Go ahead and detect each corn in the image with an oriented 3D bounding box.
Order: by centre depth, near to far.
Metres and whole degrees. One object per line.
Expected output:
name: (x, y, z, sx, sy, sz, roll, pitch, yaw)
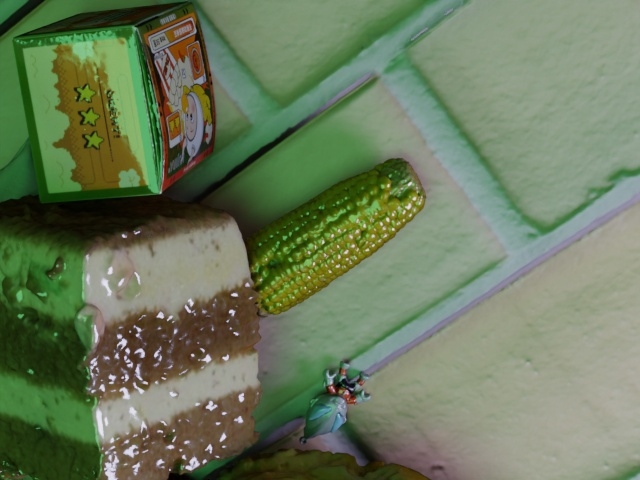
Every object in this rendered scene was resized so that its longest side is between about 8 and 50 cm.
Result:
corn: (0.000, 0.000, 1.660, 0.262, 0.097, 0.097, -34, 96, 18)

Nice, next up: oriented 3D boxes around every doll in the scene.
doll: (0.012, 0.194, 1.744, 0.057, 0.039, 0.114, 24, 106, -40)

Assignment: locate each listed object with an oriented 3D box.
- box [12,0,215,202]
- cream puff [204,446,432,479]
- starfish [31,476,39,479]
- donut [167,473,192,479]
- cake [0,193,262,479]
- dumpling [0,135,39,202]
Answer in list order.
box: (-0.211, -0.151, 1.609, 0.148, 0.195, 0.177, -3, 105, 14)
cream puff: (0.003, 0.366, 1.691, 0.343, 0.231, 0.327, -40, 106, 6)
starfish: (-0.346, 0.376, 1.854, 0.150, 0.053, 0.209, -7, 104, -2)
donut: (-0.197, 0.335, 1.820, 0.140, 0.059, 0.140, 4, 107, 12)
cake: (-0.226, 0.097, 1.618, 0.256, 0.282, 0.290, 13, 108, 37)
dumpling: (-0.341, -0.014, 1.740, 0.105, 0.149, 0.216, 26, 91, 40)
